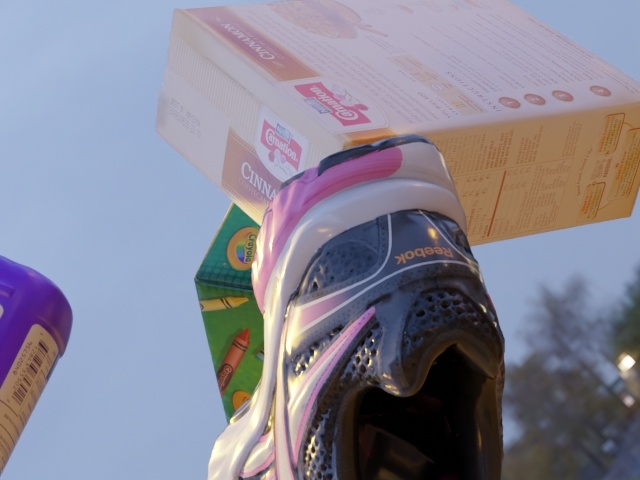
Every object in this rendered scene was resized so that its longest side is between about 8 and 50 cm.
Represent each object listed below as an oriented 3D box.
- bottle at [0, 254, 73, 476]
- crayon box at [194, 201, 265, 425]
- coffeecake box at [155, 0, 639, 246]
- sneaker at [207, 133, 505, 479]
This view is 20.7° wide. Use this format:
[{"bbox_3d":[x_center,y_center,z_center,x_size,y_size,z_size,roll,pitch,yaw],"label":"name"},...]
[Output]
[{"bbox_3d":[-0.260,0.149,1.160,0.118,0.092,0.283,100,-167,-69],"label":"bottle"},{"bbox_3d":[0.000,0.000,1.314,0.278,0.081,0.165,-66,-24,-43],"label":"crayon box"},{"bbox_3d":[0.040,-0.058,0.819,0.185,0.142,0.068,-10,-55,-34],"label":"coffeecake box"},{"bbox_3d":[0.012,0.065,0.465,0.072,0.077,0.178,-12,-47,-13],"label":"sneaker"}]
